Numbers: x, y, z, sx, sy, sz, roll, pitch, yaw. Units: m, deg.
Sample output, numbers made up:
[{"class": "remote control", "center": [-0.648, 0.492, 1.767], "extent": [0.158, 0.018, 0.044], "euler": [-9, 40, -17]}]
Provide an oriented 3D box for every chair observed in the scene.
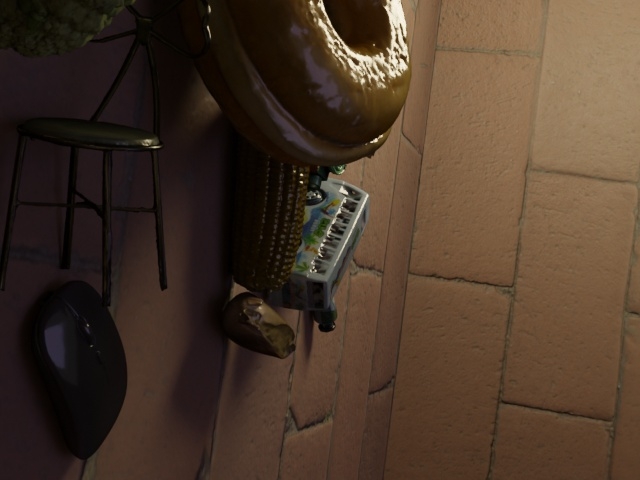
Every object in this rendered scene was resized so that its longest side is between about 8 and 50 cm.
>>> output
[{"class": "chair", "center": [-0.231, -0.107, 0.898], "extent": [0.170, 0.160, 0.325], "euler": [-24, 123, -72]}]

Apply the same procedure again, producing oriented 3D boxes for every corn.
[{"class": "corn", "center": [-0.084, -0.085, 1.443], "extent": [0.131, 0.131, 0.344], "euler": [-26, 122, -71]}]

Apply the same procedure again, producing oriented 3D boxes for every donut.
[{"class": "donut", "center": [-0.024, -0.302, 1.251], "extent": [0.449, 0.198, 0.448], "euler": [30, 51, -46]}]

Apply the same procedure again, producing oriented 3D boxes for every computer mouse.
[{"class": "computer mouse", "center": [-0.275, 0.156, 1.013], "extent": [0.120, 0.057, 0.232], "euler": [-63, 154, -51]}]

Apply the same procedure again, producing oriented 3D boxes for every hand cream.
[{"class": "hand cream", "center": [-0.003, 0.091, 1.933], "extent": [0.088, 0.055, 0.256], "euler": [-64, 148, -59]}]

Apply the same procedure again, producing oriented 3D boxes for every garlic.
[{"class": "garlic", "center": [-0.114, 0.138, 1.465], "extent": [0.087, 0.101, 0.195], "euler": [-62, 153, -17]}]

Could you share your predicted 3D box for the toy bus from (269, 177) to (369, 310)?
[{"class": "toy bus", "center": [0.000, 0.000, 1.736], "extent": [0.329, 0.136, 0.109], "euler": [-63, 157, -47]}]

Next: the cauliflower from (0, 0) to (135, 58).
[{"class": "cauliflower", "center": [-0.228, -0.317, 0.737], "extent": [0.250, 0.272, 0.275], "euler": [17, 62, -43]}]

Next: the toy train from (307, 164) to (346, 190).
[{"class": "toy train", "center": [-0.013, -0.246, 1.666], "extent": [0.177, 0.116, 0.285], "euler": [35, 63, -58]}]
